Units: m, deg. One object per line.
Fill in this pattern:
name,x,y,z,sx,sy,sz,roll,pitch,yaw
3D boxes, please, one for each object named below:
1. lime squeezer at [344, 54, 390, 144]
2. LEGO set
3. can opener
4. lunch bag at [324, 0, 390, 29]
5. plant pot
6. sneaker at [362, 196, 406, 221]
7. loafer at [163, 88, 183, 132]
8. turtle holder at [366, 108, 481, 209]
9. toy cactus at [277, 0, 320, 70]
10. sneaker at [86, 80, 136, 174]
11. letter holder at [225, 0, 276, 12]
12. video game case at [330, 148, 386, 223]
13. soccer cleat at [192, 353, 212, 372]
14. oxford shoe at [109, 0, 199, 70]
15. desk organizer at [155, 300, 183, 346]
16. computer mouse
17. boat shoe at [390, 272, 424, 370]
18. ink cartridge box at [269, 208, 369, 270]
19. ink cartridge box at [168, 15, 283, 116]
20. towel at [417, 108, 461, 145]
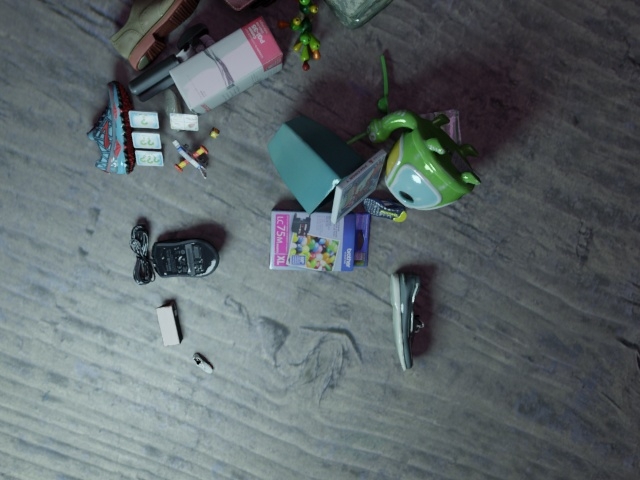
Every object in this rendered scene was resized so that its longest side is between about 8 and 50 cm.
lime squeezer,0.165,-0.393,1.527,0.110,0.059,0.310,29,98,21
LEGO set,-0.413,-0.273,1.441,0.245,0.060,0.182,3,132,-7
can opener,-0.420,-0.502,1.441,0.280,0.074,0.093,-37,67,0
lunch bag,0.081,-0.753,1.345,0.213,0.256,0.305,-39,101,1
plant pot,-0.025,-0.232,1.447,0.234,0.165,0.166,48,130,4
sneaker,0.201,-0.103,1.575,0.144,0.059,0.053,21,127,8
loafer,-0.424,-0.377,1.473,0.045,0.039,0.125,-6,99,29
turtle holder,0.289,-0.223,1.461,0.320,0.243,0.227,25,134,-32
toy cactus,-0.049,-0.610,1.420,0.112,0.219,0.180,-3,59,10
sneaker,-0.602,-0.318,1.428,0.125,0.104,0.261,0,99,-4
letter holder,-0.235,-0.780,1.364,0.214,0.152,0.301,-36,101,3
video game case,0.107,-0.151,1.454,0.183,0.201,0.023,-41,73,-20
soccer cleat,-0.376,0.395,1.606,0.029,0.035,0.083,-40,101,2
oxford shoe,-0.442,-0.640,1.382,0.130,0.123,0.348,41,92,-5
desk organizer,-0.469,0.260,1.569,0.050,0.047,0.130,-9,100,-2
computer mouse,-0.431,0.043,1.529,0.273,0.072,0.188,2,102,6
boat shoe,0.284,0.260,1.611,0.099,0.116,0.319,-5,95,-1
ink cartridge box,0.000,0.000,1.566,0.312,0.065,0.185,2,100,-8
ink cartridge box,-0.251,-0.468,1.384,0.283,0.207,0.117,-30,100,0
towel,0.358,-0.341,1.562,0.152,0.023,0.113,-9,100,-4
